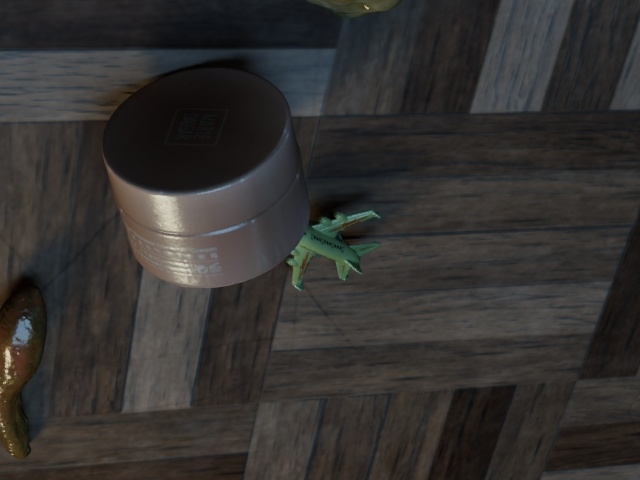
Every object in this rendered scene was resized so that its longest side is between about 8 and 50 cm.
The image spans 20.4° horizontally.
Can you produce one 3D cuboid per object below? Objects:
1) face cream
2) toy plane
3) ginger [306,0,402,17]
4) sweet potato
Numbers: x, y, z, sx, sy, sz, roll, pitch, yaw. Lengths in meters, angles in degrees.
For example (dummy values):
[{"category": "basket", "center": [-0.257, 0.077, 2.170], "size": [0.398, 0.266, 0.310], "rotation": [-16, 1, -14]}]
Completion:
[{"category": "face cream", "center": [-0.088, -0.050, 1.389], "size": [0.149, 0.149, 0.104], "rotation": [-17, 135, -6]}, {"category": "toy plane", "center": [0.000, 0.000, 1.542], "size": [0.111, 0.040, 0.102], "rotation": [30, 113, -36]}, {"category": "ginger", "center": [0.049, -0.303, 1.234], "size": [0.190, 0.126, 0.354], "rotation": [6, 133, 1]}, {"category": "sweet potato", "center": [-0.267, 0.124, 1.549], "size": [0.050, 0.050, 0.214], "rotation": [-3, 134, -18]}]
